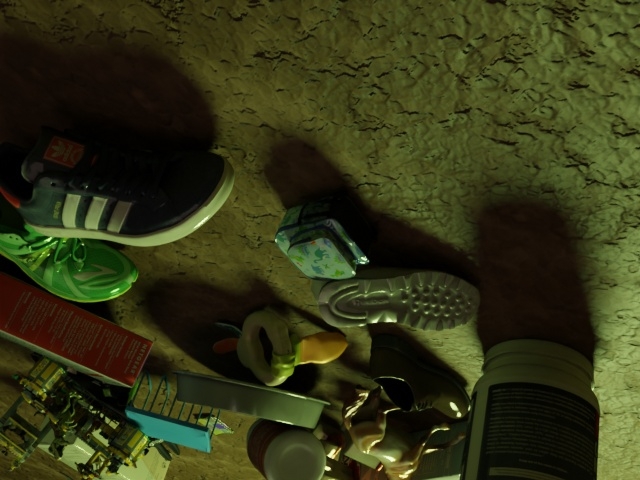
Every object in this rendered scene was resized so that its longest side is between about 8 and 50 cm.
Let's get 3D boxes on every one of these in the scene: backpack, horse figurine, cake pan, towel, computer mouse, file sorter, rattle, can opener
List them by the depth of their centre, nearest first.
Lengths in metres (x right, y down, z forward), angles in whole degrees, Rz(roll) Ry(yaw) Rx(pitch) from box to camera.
[{"bbox_3d":[0.000,0.000,1.057,0.114,0.084,0.105,-9,135,38],"label":"backpack"},{"bbox_3d":[-0.077,0.167,1.374,0.200,0.143,0.130,-13,105,58],"label":"rattle"},{"bbox_3d":[0.128,0.345,1.421,0.263,0.066,0.174,41,108,-15],"label":"horse figurine"},{"bbox_3d":[-0.130,0.288,1.455,0.293,0.054,0.293,11,167,3],"label":"cake pan"},{"bbox_3d":[-0.294,0.346,1.652,0.170,0.104,0.118,15,147,4],"label":"file sorter"},{"bbox_3d":[-0.492,0.297,1.712,0.262,0.060,0.184,28,150,4],"label":"computer mouse"},{"bbox_3d":[-0.239,0.414,1.808,0.060,0.009,0.083,-10,137,33],"label":"towel"},{"bbox_3d":[-0.382,0.481,1.936,0.059,0.073,0.186,-30,140,-2],"label":"can opener"}]

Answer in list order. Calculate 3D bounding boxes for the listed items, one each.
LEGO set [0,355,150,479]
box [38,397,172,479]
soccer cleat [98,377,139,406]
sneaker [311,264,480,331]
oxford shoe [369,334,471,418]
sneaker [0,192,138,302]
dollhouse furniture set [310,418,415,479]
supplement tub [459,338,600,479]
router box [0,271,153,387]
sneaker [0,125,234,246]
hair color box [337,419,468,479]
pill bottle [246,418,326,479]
[{"bbox_3d":[-0.530,0.406,1.635,0.331,0.192,0.255,46,149,-16],"label":"LEGO set"},{"bbox_3d":[-0.522,0.508,1.962,0.148,0.121,0.311,-7,139,31],"label":"box"},{"bbox_3d":[-0.425,0.274,1.634,0.060,0.072,0.179,0,142,23],"label":"soccer cleat"},{"bbox_3d":[0.105,0.068,1.118,0.235,0.095,0.090,5,106,-11],"label":"sneaker"},{"bbox_3d":[0.160,0.251,1.334,0.227,0.096,0.083,33,141,-25],"label":"oxford shoe"},{"bbox_3d":[-0.409,-0.001,1.206,0.296,0.109,0.123,31,147,-19],"label":"sneaker"},{"bbox_3d":[0.059,0.463,1.558,0.135,0.262,0.259,26,114,-16],"label":"dollhouse furniture set"},{"bbox_3d":[0.308,0.303,1.184,0.191,0.272,0.191,11,146,8],"label":"supplement tub"},{"bbox_3d":[-0.467,0.153,1.385,0.301,0.082,0.335,28,163,-17],"label":"router box"},{"bbox_3d":[-0.280,-0.082,1.020,0.350,0.131,0.148,-4,142,27],"label":"sneaker"},{"bbox_3d":[0.211,0.475,1.611,0.185,0.113,0.374,35,141,-24],"label":"hair color box"},{"bbox_3d":[-0.077,0.412,1.589,0.121,0.121,0.216,29,171,-17],"label":"pill bottle"}]
